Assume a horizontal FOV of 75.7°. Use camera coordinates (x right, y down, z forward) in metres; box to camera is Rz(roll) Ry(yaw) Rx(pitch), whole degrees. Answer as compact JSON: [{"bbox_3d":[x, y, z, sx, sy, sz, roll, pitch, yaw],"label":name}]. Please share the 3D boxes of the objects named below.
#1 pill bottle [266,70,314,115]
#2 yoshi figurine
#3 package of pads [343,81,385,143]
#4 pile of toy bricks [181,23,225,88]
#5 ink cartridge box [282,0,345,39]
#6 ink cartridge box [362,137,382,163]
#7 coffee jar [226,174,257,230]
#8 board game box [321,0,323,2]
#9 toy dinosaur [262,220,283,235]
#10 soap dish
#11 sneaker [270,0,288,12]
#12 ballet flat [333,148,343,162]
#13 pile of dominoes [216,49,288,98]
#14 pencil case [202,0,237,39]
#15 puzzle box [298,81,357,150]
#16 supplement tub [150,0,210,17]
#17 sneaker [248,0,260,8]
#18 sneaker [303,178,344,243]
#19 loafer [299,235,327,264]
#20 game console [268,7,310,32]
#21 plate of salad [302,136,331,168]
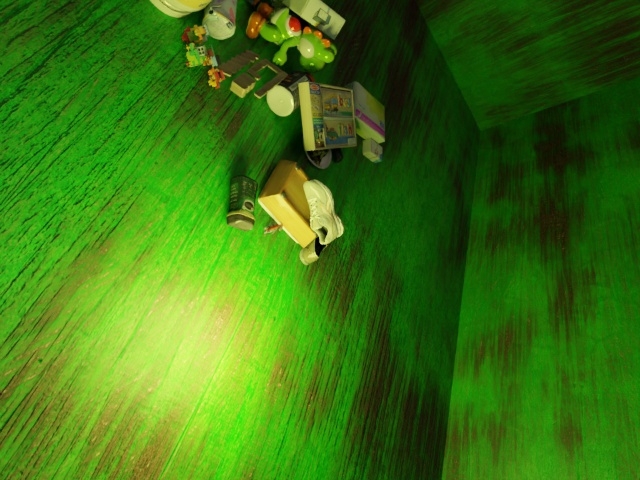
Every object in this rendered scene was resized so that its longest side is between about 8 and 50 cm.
[{"bbox_3d":[-0.113,-0.630,1.737,0.130,0.130,0.246,58,42,-22],"label":"pill bottle"},{"bbox_3d":[-0.115,-0.812,1.709,0.362,0.204,0.203,25,15,-4],"label":"yoshi figurine"},{"bbox_3d":[0.234,-0.675,2.190,0.296,0.101,0.229,21,65,-46],"label":"package of pads"},{"bbox_3d":[-0.414,-0.627,1.410,0.105,0.118,0.212,-23,109,-18],"label":"pile of toy bricks"},{"bbox_3d":[-0.027,-0.927,1.667,0.212,0.093,0.154,9,33,-51],"label":"ink cartridge box"},{"bbox_3d":[0.283,-0.487,2.237,0.122,0.052,0.089,23,63,-44],"label":"ink cartridge box"},{"bbox_3d":[-0.274,-0.128,1.443,0.096,0.079,0.185,24,61,-48],"label":"coffee jar"},{"bbox_3d":[-0.101,-1.180,1.896,0.318,0.065,0.319,59,30,-23],"label":"board game box"},{"bbox_3d":[-0.175,-0.043,1.554,0.082,0.090,0.047,-15,109,-20],"label":"toy dinosaur"},{"bbox_3d":[-0.095,-0.151,1.636,0.291,0.118,0.229,49,47,-32],"label":"soap dish"},{"bbox_3d":[-0.170,-0.989,1.710,0.235,0.094,0.153,-87,175,-48],"label":"sneaker"},{"bbox_3d":[0.070,-0.457,1.987,0.057,0.049,0.173,11,65,-50],"label":"ballet flat"},{"bbox_3d":[-0.266,-0.639,1.598,0.196,0.040,0.251,35,48,-2],"label":"pile of dominoes"},{"bbox_3d":[-0.368,-0.882,1.510,0.124,0.113,0.273,34,53,-60],"label":"pencil case"},{"bbox_3d":[0.045,-0.546,1.830,0.409,0.052,0.272,-26,113,-56],"label":"puzzle box"},{"bbox_3d":[-0.403,-0.888,1.298,0.241,0.331,0.241,16,68,-47],"label":"supplement tub"},{"bbox_3d":[-0.257,-1.079,1.701,0.087,0.083,0.221,26,75,-25],"label":"sneaker"},{"bbox_3d":[-0.002,-0.105,1.570,0.121,0.099,0.262,-44,114,-42],"label":"sneaker"},{"bbox_3d":[0.000,0.000,1.732,0.094,0.087,0.251,49,47,-30],"label":"loafer"},{"bbox_3d":[-0.134,-0.917,1.779,0.124,0.144,0.085,59,43,-21],"label":"game console"},{"bbox_3d":[-0.006,-0.426,1.875,0.199,0.048,0.200,17,68,-48],"label":"plate of salad"}]
